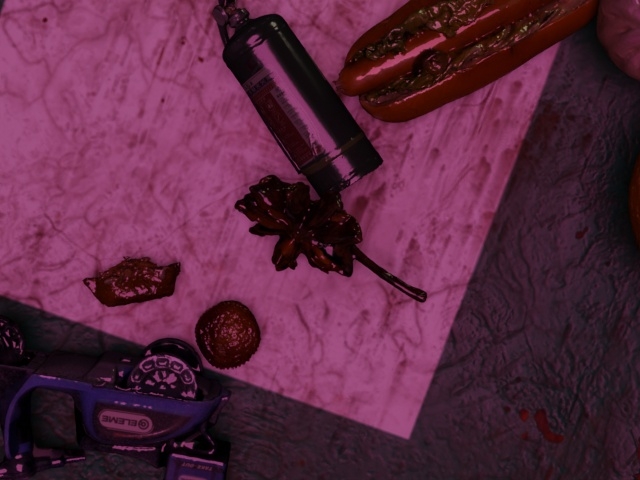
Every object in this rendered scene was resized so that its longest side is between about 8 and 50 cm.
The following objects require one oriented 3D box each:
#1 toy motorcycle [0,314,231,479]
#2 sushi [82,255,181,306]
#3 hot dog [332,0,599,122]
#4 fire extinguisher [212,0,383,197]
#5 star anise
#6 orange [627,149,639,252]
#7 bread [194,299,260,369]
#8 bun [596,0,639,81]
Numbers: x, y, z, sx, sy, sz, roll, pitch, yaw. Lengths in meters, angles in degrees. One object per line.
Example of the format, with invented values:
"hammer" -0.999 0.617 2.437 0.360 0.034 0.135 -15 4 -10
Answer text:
"toy motorcycle" -0.281 0.215 1.423 0.358 0.125 0.213 10 99 -1
"sushi" -0.230 0.048 1.440 0.118 0.061 0.060 -10 88 -19
"hot dog" 0.172 -0.246 1.382 0.337 0.100 0.135 -28 97 2
"fire extinguisher" -0.046 -0.187 1.393 0.093 0.118 0.294 -39 97 -31
"star anise" 0.001 0.003 1.405 0.234 0.177 0.073 49 56 -22
"orange" 0.490 -0.044 1.328 0.274 0.274 0.274 0 97 0
"bread" -0.115 0.117 1.446 0.085 0.053 0.085 0 97 0
"bun" 0.400 -0.266 1.314 0.178 0.128 0.193 21 113 25
